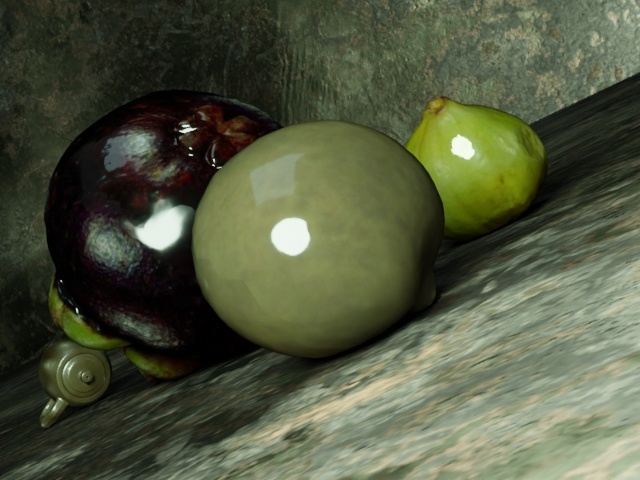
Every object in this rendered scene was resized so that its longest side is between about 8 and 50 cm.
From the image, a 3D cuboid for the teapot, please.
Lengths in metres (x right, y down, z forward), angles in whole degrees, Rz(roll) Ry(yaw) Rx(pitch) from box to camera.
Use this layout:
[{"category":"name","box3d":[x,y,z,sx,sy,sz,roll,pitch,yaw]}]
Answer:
[{"category":"teapot","box3d":[-0.264,0.149,1.379,0.121,0.076,0.068,-55,21,-14]}]

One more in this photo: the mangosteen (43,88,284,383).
[{"category":"mangosteen","box3d":[-0.120,0.009,1.193,0.233,0.288,0.287,11,26,34]}]

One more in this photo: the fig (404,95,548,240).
[{"category":"fig","box3d":[0.140,-0.062,1.170,0.136,0.121,0.153,-32,-19,-12]}]

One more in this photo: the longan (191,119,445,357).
[{"category":"longan","box3d":[0.000,0.000,0.897,0.189,0.189,0.189,-26,3,1]}]
